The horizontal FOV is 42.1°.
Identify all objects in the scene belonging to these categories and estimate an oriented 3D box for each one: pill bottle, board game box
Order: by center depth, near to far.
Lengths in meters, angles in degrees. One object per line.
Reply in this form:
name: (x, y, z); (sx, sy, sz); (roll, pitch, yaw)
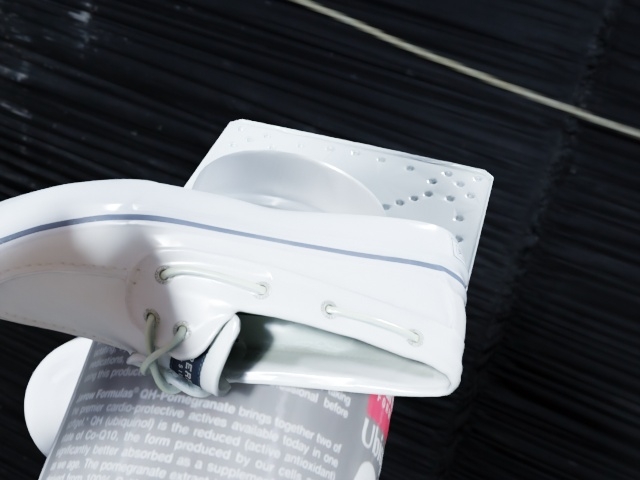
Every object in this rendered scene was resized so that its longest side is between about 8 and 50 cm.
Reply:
pill bottle: (-0.053, 0.112, 0.461); (0.176, 0.176, 0.318); (83, 18, -58)
pill bottle: (-0.176, 0.126, 0.739); (0.186, 0.112, 0.112); (-72, -178, -86)
board game box: (0.000, 0.000, 1.071); (0.390, 0.390, 0.050); (-65, 164, -46)

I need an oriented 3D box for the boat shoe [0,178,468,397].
boat shoe: (-0.047, 0.027, 0.352); (0.083, 0.226, 0.075); (89, 1, -54)
